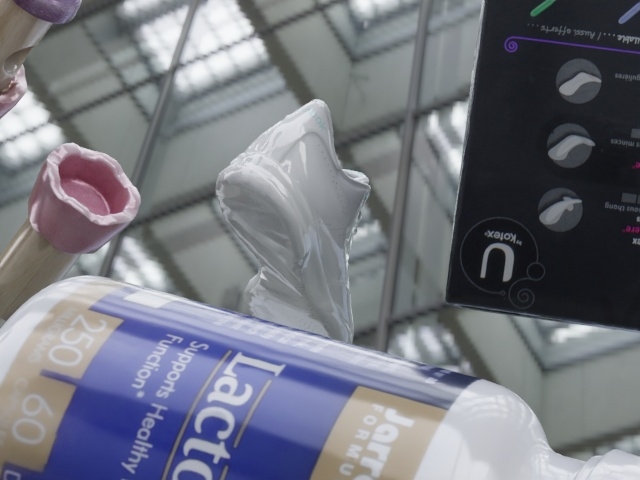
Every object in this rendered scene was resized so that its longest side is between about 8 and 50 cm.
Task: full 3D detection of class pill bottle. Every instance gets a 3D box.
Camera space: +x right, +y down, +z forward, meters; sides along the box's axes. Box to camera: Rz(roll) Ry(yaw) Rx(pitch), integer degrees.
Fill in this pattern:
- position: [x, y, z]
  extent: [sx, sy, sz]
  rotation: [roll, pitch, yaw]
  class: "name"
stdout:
- position: [-0.001, 0.114, 0.663]
  extent: [0.265, 0.153, 0.153]
  rotation: [14, -49, 19]
  class: "pill bottle"

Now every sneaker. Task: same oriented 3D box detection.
- position: [0.000, 0.000, 1.073]
  extent: [0.080, 0.094, 0.212]
  rotation: [25, -29, 23]
  class: "sneaker"

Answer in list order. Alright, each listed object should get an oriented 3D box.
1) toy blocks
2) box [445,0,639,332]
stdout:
- position: [-0.269, -0.105, 0.980]
  extent: [0.309, 0.288, 0.260]
  rotation: [48, -57, 11]
  class: "toy blocks"
- position: [0.164, -0.093, 1.049]
  extent: [0.143, 0.165, 0.270]
  rotation: [8, -83, 6]
  class: "box"
